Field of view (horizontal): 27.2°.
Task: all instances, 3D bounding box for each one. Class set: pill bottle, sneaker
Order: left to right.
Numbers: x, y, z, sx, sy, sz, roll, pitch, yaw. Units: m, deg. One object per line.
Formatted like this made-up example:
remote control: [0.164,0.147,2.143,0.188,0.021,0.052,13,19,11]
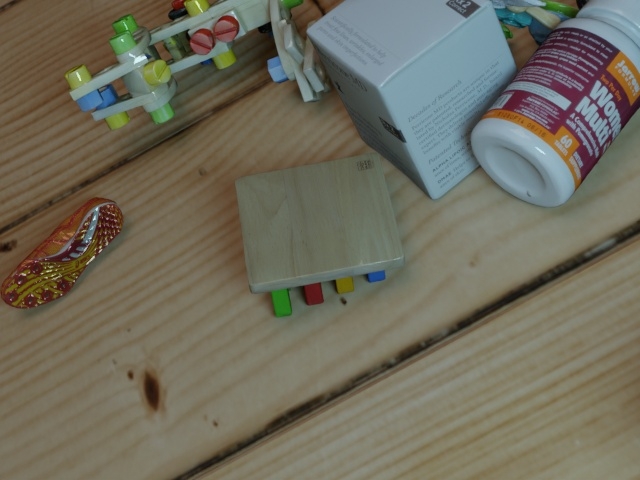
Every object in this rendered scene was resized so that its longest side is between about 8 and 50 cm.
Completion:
sneaker: [-0.307,0.018,1.576,0.175,0.064,0.067,-41,25,-16]
pill bottle: [0.262,-0.150,1.357,0.121,0.121,0.221,24,67,40]

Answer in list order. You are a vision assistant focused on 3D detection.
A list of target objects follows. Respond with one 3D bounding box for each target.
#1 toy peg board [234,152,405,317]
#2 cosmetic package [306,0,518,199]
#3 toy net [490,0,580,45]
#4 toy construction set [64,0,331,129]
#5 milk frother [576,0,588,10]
toy peg board: [0.000,0.000,1.417,0.161,0.079,0.161,-10,47,-1]
cosmetic package: [0.110,-0.177,1.417,0.151,0.183,0.151,-39,45,-7]
toy net: [0.206,-0.257,1.415,0.122,0.232,0.045,18,88,24]
toy construction set: [-0.134,-0.238,1.626,0.328,0.151,0.215,-6,25,15]
milk frother: [0.332,-0.311,1.441,0.135,0.143,0.129,23,73,37]
